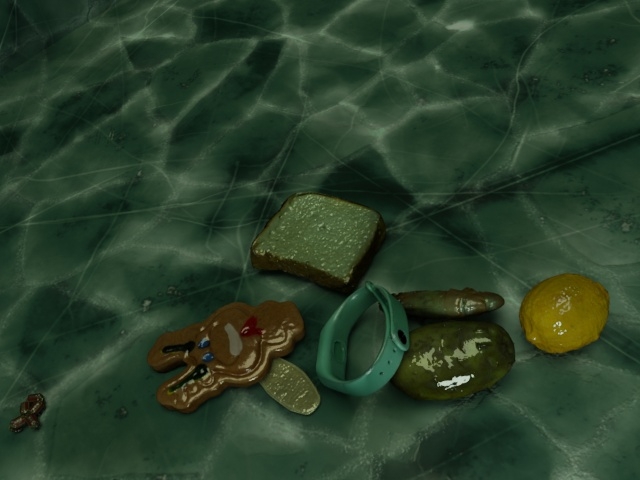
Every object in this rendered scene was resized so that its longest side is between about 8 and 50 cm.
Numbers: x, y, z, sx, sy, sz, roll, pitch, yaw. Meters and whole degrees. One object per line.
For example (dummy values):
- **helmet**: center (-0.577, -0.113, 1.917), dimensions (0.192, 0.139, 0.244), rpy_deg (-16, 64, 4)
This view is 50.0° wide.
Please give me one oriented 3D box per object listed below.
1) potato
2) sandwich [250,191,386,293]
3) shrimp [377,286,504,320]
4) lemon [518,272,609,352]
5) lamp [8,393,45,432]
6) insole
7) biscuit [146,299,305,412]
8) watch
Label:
- **potato**: center (0.233, 0.221, 1.268), dimensions (0.251, 0.113, 0.149), rpy_deg (-20, 53, 13)
- **sandwich**: center (0.000, 0.001, 1.531), dimensions (0.251, 0.087, 0.226), rpy_deg (16, 57, 23)
- **shrimp**: center (0.233, 0.122, 1.362), dimensions (0.267, 0.061, 0.145), rpy_deg (-10, 2, 33)
- **lemon**: center (0.455, 0.131, 1.268), dimensions (0.187, 0.142, 0.142), rpy_deg (-25, 48, -12)
- **lamp**: center (-0.599, 0.352, 1.413), dimensions (0.063, 0.031, 0.083), rpy_deg (-6, 45, 6)
- **insole**: center (-0.095, 0.265, 1.374), dimensions (0.248, 0.011, 0.081), rpy_deg (29, 62, 33)
- **biscuit**: center (-0.193, 0.219, 1.404), dimensions (0.334, 0.047, 0.202), rpy_deg (-22, 48, -2)
- **watch**: center (0.078, 0.184, 1.305), dimensions (0.195, 0.068, 0.237), rpy_deg (-33, 30, 32)
